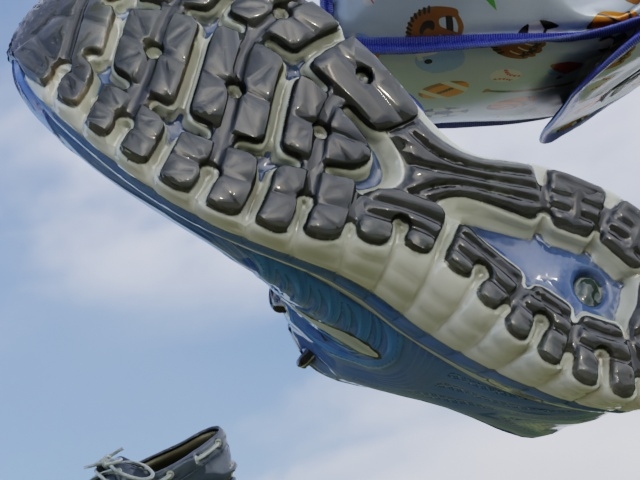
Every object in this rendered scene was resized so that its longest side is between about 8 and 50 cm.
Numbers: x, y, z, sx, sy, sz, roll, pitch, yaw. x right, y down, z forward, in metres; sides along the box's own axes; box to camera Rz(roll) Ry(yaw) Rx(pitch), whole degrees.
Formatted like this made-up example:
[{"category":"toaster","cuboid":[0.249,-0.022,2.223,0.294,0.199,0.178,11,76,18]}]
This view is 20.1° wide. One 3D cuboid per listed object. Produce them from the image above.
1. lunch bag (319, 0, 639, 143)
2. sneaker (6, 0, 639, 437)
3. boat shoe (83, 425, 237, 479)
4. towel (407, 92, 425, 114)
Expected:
[{"category":"lunch bag","cuboid":[0.190,-0.227,1.733,0.385,0.239,0.328,-2,-9,-1]},{"category":"sneaker","cuboid":[0.000,0.000,0.819,0.330,0.130,0.147,32,-36,-6]},{"category":"boat shoe","cuboid":[-0.188,0.246,1.787,0.254,0.079,0.095,-13,5,-36]},{"category":"towel","cuboid":[-0.091,-0.188,1.179,0.336,0.243,0.040,34,-84,-39]}]
